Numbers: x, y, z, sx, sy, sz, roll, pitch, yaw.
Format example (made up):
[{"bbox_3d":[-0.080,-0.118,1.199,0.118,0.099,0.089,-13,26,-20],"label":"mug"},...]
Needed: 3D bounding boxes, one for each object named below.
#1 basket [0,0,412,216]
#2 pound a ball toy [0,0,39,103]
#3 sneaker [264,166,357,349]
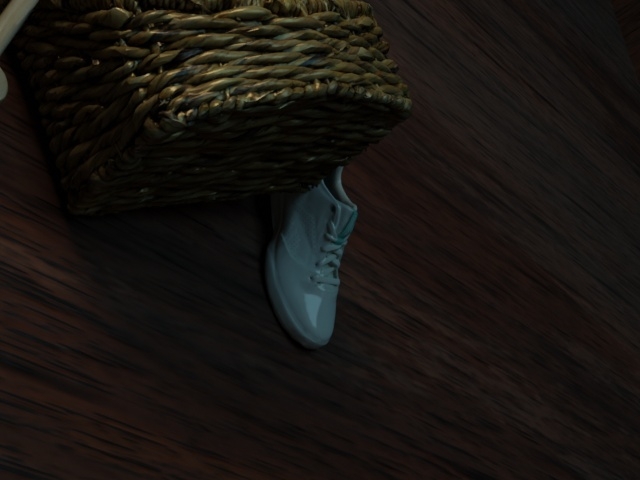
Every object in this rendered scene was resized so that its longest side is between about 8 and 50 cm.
[{"bbox_3d":[-0.089,-0.170,0.934,0.299,0.213,0.223,-8,71,-42],"label":"basket"},{"bbox_3d":[-0.308,-0.238,0.815,0.208,0.135,0.319,52,29,-33],"label":"pound a ball toy"},{"bbox_3d":[0.000,0.000,1.078,0.080,0.094,0.212,21,58,-49],"label":"sneaker"}]
